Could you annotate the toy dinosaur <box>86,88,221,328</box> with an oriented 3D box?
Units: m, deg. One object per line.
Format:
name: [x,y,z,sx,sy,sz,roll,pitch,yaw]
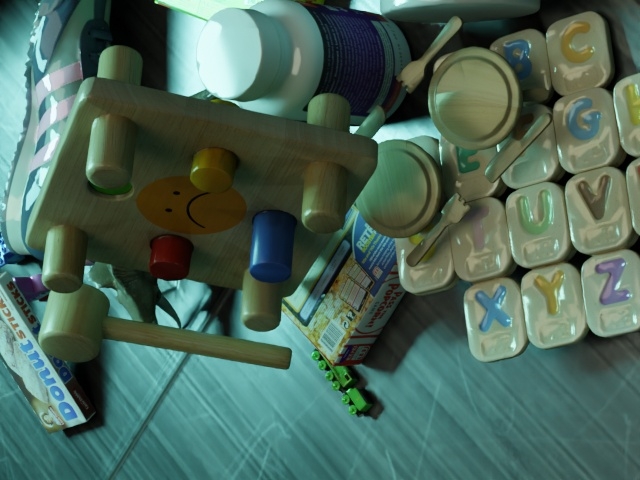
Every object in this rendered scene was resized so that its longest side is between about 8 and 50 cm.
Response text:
toy dinosaur: [-0.171,-0.061,1.865,0.121,0.160,0.314,18,90,11]

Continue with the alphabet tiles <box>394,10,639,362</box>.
alphabet tiles: [0.182,-0.046,1.613,0.284,0.021,0.278,-14,74,32]

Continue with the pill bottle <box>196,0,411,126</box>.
pill bottle: [-0.017,-0.159,1.700,0.108,0.193,0.108,0,89,40]

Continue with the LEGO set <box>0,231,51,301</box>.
LEGO set: [-0.381,0.050,2.076,0.227,0.093,0.087,-27,72,37]

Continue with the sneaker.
sneaker: [-0.233,-0.128,1.961,0.131,0.112,0.319,14,102,23]

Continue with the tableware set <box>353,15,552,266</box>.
tableware set: [0.104,-0.084,1.638,0.128,0.039,0.194,50,117,18]

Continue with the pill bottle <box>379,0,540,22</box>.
pill bottle: [0.118,-0.332,1.609,0.161,0.161,0.283,-1,89,40]

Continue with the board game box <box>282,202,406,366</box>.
board game box: [0.000,0.000,1.782,0.193,0.045,0.147,46,118,30]

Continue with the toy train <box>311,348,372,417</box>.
toy train: [0.020,0.129,1.784,0.024,0.017,0.083,-45,62,20]

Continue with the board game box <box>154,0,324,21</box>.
board game box: [-0.076,-0.250,1.850,0.181,0.043,0.092,25,105,38]

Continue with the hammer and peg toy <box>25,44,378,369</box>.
hammer and peg toy: [-0.118,-0.013,1.682,0.361,0.266,0.127,121,156,-55]

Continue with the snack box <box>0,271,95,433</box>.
snack box: [-0.307,0.119,2.008,0.064,0.022,0.178,-21,105,38]
